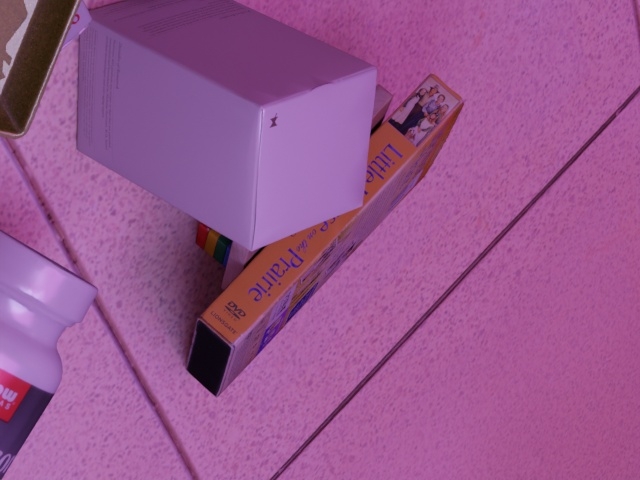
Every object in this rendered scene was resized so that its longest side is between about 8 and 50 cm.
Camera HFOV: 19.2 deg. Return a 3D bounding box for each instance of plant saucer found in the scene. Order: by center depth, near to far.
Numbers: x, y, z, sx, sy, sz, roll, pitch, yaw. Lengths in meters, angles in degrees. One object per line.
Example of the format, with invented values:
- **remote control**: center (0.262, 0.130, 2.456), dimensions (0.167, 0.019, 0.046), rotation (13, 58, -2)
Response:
- **plant saucer**: center (-0.338, -0.202, 1.790), dimensions (0.188, 0.045, 0.188), rotation (11, 117, -32)

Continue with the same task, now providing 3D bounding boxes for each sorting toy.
- **sorting toy**: center (-0.043, -0.075, 2.288), dimensions (0.255, 0.089, 0.257), rotation (-47, 174, -15)

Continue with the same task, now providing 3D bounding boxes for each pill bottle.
- **pill bottle**: center (-0.401, 0.161, 1.988), dimensions (0.363, 0.210, 0.210), rotation (-59, 144, -3)

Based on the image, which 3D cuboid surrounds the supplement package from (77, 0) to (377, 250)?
- **supplement package**: center (-0.107, -0.141, 2.071), dimensions (0.177, 0.293, 0.175), rotation (-22, 129, -40)

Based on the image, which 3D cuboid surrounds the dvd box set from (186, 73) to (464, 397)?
- **dvd box set**: center (0.000, 0.000, 2.358), dimensions (0.420, 0.062, 0.307), rotation (-47, 174, -15)

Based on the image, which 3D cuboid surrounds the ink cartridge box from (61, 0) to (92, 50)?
- **ink cartridge box**: center (-0.324, -0.255, 1.916), dimensions (0.127, 0.072, 0.175), rotation (-45, 142, -19)
